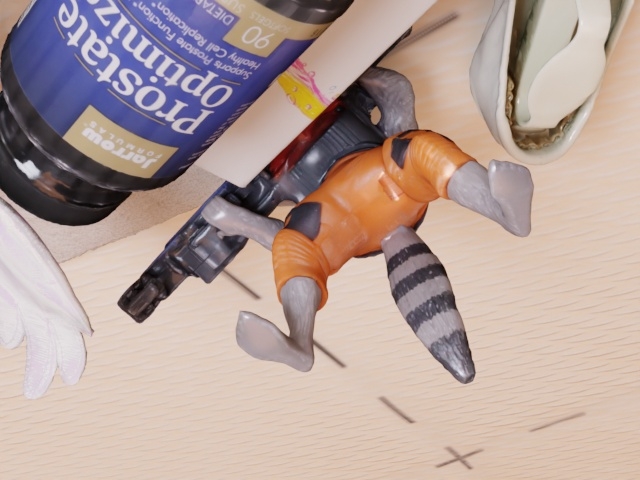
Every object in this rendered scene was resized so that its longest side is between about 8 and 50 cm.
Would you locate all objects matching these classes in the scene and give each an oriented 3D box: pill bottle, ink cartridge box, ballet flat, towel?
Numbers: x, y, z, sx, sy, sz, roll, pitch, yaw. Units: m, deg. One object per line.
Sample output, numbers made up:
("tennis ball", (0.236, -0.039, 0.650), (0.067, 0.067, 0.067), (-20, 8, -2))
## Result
("pill bottle", (-0.092, -0.103, 0.463), (0.122, 0.123, 0.219), (28, 131, -30))
("ink cartridge box", (-0.050, -0.189, 0.588), (0.168, 0.171, 0.232), (28, 131, -28))
("ballet flat", (0.192, -0.213, 0.608), (0.139, 0.139, 0.400), (1, 138, -4))
("towel", (-0.219, -0.069, 0.809), (0.282, 0.049, 0.187), (-22, 135, 20))

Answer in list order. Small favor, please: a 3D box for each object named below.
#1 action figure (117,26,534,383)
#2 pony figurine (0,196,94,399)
("action figure", (0.000, 0.000, 0.691), (0.178, 0.330, 0.341), (42, 102, -18))
("pony figurine", (-0.321, -0.069, 0.564), (0.302, 0.363, 0.351), (-7, 139, 3))
